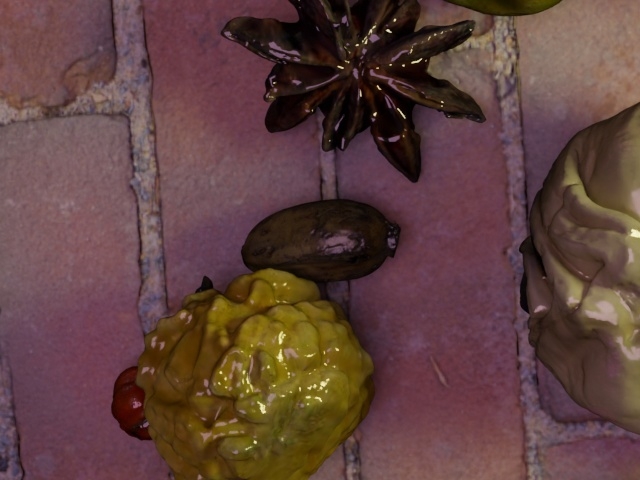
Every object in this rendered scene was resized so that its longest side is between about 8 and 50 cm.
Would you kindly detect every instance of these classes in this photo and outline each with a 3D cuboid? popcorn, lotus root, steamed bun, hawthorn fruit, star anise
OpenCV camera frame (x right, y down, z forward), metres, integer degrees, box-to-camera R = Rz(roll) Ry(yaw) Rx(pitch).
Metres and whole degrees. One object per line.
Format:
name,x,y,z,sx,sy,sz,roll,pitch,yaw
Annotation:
popcorn,-0.073,0.150,1.791,0.225,0.249,0.249,36,104,30
lotus root,0.000,0.000,1.816,0.179,0.089,0.080,-5,53,19
steamed bun,0.292,0.016,1.663,0.206,0.275,0.320,15,64,24
hawthorn fruit,-0.183,0.173,1.884,0.093,0.093,0.093,2,97,14
star anise,0.040,-0.182,1.770,0.283,0.129,0.212,17,106,4

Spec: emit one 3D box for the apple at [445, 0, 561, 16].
apple,0.169,-0.311,1.688,0.196,0.196,0.157,5,68,14
